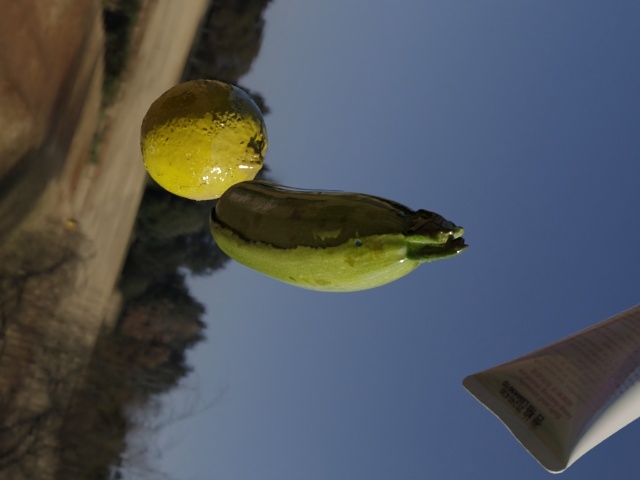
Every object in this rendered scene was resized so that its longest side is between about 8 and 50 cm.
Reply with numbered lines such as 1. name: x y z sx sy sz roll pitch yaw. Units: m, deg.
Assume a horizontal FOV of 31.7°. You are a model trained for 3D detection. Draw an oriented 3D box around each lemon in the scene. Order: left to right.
1. lemon: -0.161 -0.141 1.591 0.173 0.206 0.173 -35 134 -48

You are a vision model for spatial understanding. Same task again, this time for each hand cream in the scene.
1. hand cream: 0.379 0.170 1.461 0.185 0.359 0.118 47 -30 41

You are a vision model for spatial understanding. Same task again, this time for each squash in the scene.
1. squash: 0.000 0.000 1.000 0.341 0.094 0.094 10 -99 52
